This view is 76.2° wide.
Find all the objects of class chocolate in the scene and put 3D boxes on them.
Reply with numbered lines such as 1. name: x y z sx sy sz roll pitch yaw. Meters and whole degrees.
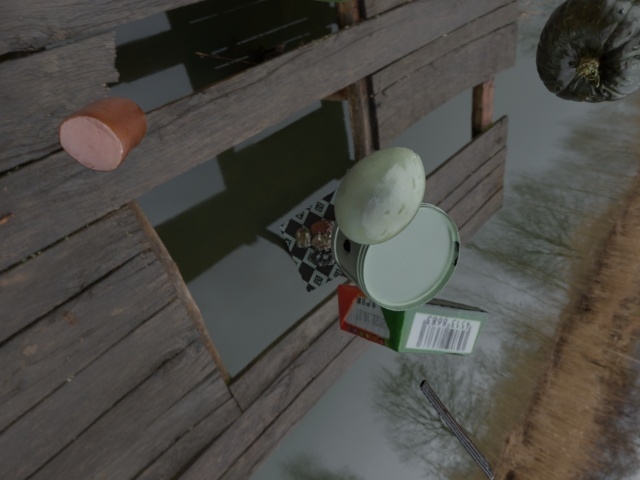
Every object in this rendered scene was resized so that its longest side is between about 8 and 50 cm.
1. chocolate: 0.278 0.249 1.299 0.361 0.341 0.161 13 85 -30

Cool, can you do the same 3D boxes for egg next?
1. egg: 0.084 -0.063 0.578 0.114 0.114 0.152 16 117 -51

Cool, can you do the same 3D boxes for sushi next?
1. sushi: 0.000 0.000 1.129 0.047 0.232 0.219 1 61 -63

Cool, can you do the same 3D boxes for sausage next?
1. sausage: -0.414 -0.222 0.806 0.114 0.259 0.113 -5 119 -8

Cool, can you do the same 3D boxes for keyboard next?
1. keyboard: 0.203 0.280 0.616 0.010 0.155 0.053 -41 161 9

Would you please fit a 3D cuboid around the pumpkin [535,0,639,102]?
1. pumpkin: 0.538 -0.373 0.797 0.157 0.224 0.223 -51 138 -22

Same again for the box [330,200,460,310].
1. box: 0.153 0.013 0.847 0.227 0.149 0.225 -8 113 -19
